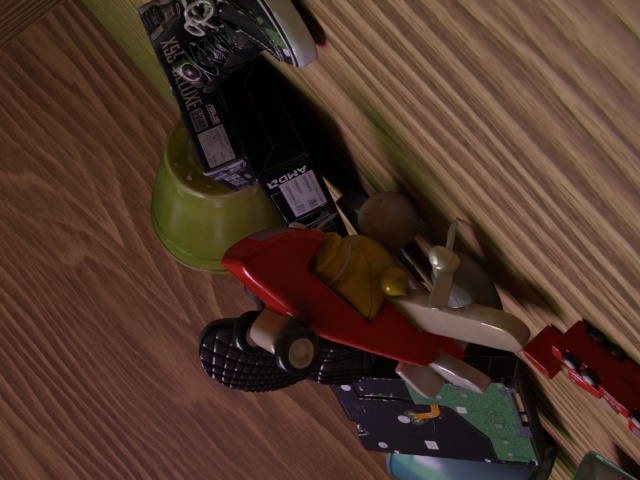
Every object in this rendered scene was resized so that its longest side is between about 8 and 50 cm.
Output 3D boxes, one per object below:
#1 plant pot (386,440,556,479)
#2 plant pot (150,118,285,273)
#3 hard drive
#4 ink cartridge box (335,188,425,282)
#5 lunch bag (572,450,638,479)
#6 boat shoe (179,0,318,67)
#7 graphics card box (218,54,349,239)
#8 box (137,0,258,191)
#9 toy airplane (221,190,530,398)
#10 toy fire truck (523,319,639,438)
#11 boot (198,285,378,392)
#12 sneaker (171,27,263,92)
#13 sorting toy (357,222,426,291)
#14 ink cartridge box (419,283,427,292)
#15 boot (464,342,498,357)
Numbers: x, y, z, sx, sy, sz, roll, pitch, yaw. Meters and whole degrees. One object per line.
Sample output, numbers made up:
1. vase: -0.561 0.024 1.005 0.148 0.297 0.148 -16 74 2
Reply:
1. plant pot: 0.315 0.422 1.493 0.255 0.271 0.271 27 162 34
2. plant pot: -0.253 -0.145 1.856 0.366 0.366 0.353 49 161 12
3. hard drive: 0.201 0.292 1.307 0.339 0.064 0.236 -3 132 30
4. ink cartridge box: 0.112 -0.012 1.283 0.145 0.045 0.179 54 166 -25
5. lunch bag: 0.458 0.453 1.040 0.262 0.160 0.223 31 160 37
6. boat shoe: -0.129 -0.302 0.903 0.306 0.105 0.113 49 174 12
7. graphics card box: -0.048 -0.112 1.292 0.232 0.094 0.371 67 -175 32
8. box: -0.199 -0.249 1.324 0.242 0.077 0.307 29 -142 -83
9. toy airplane: 0.092 0.070 1.050 0.386 0.272 0.384 15 175 13
10. toy fire truck: 0.304 0.153 0.820 0.192 0.047 0.135 45 172 35
11. boot: -0.083 0.134 1.234 0.338 0.118 0.222 15 -154 -40
12. sneaker: -0.142 -0.274 1.073 0.087 0.130 0.227 50 172 -13
13. sorting toy: 0.136 0.092 1.266 0.274 0.046 0.132 51 170 10
14. ink cartridge box: 0.167 0.198 1.508 0.171 0.168 0.232 48 174 13
15. boot: 0.280 0.209 1.304 0.158 0.059 0.084 51 179 -20
